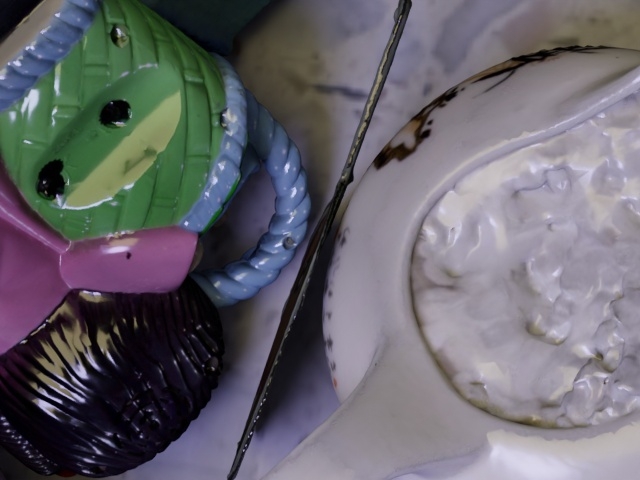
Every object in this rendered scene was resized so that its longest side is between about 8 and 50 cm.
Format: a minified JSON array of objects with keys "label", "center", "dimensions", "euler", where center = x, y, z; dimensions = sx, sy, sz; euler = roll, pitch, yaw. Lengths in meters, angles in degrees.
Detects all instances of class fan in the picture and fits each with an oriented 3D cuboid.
[{"label":"fan","center":[0.000,0.000,0.782],"dimensions":[0.009,0.132,0.220],"euler":[20,90,-2]}]

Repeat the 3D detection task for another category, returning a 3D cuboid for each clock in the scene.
[{"label":"clock","center":[-0.103,-0.003,0.794],"dimensions":[0.194,0.195,0.100],"euler":[-41,30,2]}]

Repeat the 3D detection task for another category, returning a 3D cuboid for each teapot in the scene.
[{"label":"teapot","center":[0.089,0.036,0.714],"dimensions":[0.299,0.166,0.208],"euler":[-44,77,-9]}]

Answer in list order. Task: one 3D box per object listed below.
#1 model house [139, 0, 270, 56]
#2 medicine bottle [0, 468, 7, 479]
[{"label":"model house","center":[-0.086,-0.140,0.851],"dimensions":[0.149,0.119,0.148],"euler":[-47,68,17]},{"label":"medicine bottle","center":[-0.224,0.138,0.818],"dimensions":[0.178,0.178,0.291],"euler":[-40,70,11]}]
